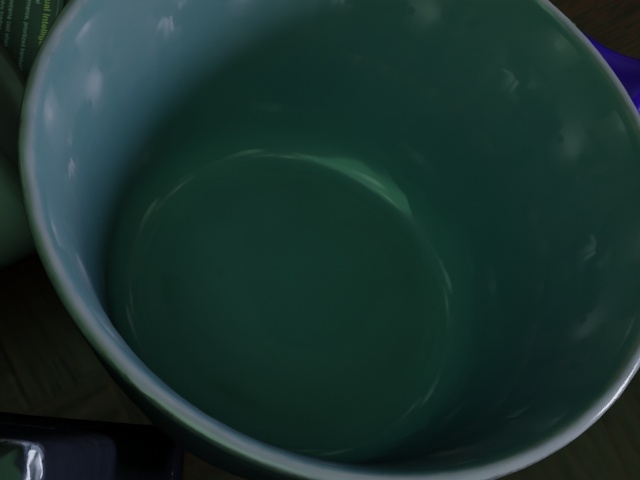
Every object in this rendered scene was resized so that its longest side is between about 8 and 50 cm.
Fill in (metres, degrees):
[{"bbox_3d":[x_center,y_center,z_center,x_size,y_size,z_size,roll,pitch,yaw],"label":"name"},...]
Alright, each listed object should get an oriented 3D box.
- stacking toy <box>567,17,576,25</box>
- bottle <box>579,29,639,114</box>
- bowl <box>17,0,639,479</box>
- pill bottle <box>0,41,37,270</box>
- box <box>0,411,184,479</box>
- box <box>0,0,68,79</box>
[{"bbox_3d":[0.071,-0.217,0.769,0.221,0.052,0.167,20,115,2],"label":"stacking toy"},{"bbox_3d":[0.215,-0.019,0.748,0.283,0.118,0.092,40,85,6],"label":"bottle"},{"bbox_3d":[0.000,0.000,0.682,0.311,0.163,0.312,7,61,-12],"label":"bowl"},{"bbox_3d":[-0.271,-0.009,0.671,0.264,0.146,0.146,-27,83,7],"label":"pill bottle"},{"bbox_3d":[-0.194,0.220,0.581,0.211,0.395,0.294,5,82,1],"label":"box"},{"bbox_3d":[-0.246,-0.183,0.755,0.242,0.076,0.308,10,99,2],"label":"box"}]
